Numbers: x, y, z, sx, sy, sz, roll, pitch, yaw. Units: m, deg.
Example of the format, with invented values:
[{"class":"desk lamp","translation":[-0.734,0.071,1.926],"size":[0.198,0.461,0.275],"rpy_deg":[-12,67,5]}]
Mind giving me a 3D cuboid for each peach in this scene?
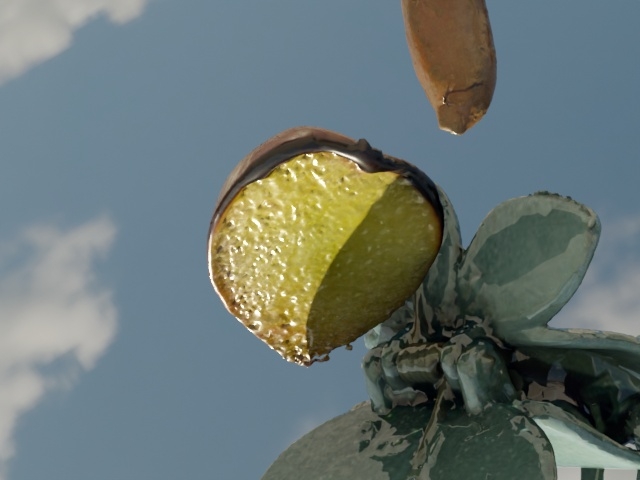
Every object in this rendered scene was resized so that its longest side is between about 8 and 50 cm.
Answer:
[{"class":"peach","translation":[0.000,-0.004,1.482],"size":[0.189,0.279,0.068],"rpy_deg":[4,-130,-9]}]

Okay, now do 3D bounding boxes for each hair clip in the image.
[{"class":"hair clip","translation":[0.144,0.129,1.595],"size":[0.318,0.238,0.392],"rpy_deg":[-5,-115,41]}]

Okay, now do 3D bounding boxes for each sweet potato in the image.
[{"class":"sweet potato","translation":[0.075,-0.153,1.104],"size":[0.056,0.056,0.195],"rpy_deg":[-12,-114,27]}]
